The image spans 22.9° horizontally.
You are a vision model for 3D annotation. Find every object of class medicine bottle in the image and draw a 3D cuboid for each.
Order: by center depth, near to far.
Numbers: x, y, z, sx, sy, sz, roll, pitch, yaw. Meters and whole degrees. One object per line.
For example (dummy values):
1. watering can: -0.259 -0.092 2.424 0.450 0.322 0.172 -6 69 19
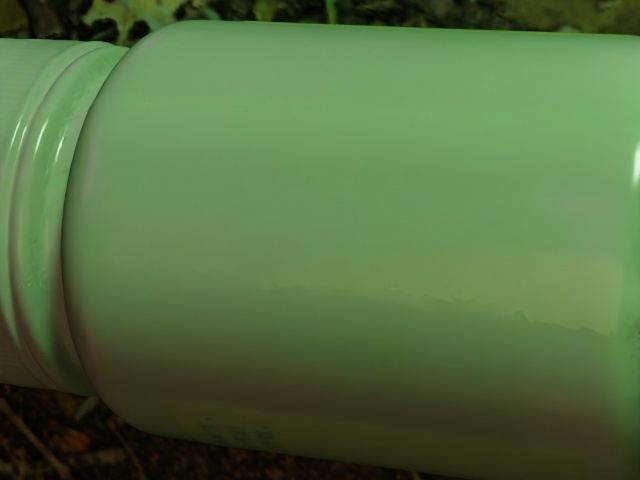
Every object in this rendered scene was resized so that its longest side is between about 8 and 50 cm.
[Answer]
1. medicine bottle: 0.000 0.000 0.773 0.379 0.213 0.213 5 109 20
